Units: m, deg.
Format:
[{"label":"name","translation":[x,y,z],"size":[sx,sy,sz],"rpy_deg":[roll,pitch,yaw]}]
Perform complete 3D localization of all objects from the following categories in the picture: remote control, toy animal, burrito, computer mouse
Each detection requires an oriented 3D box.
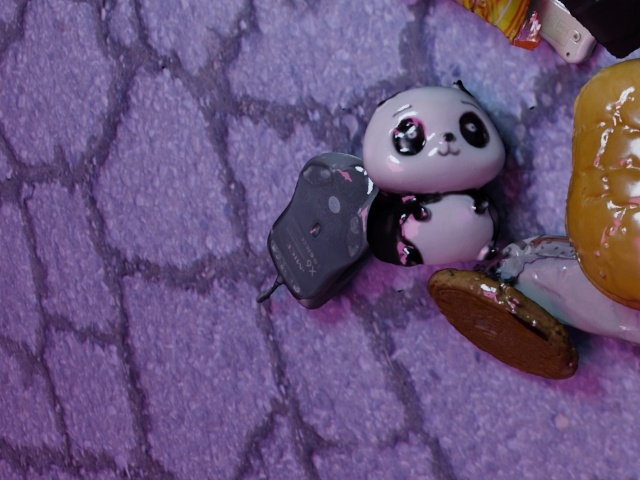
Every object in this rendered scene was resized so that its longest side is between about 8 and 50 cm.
[{"label":"remote control","translation":[0.294,-0.276,1.412],"size":[0.122,0.032,0.074],"rpy_deg":[43,127,22]},{"label":"toy animal","translation":[0.146,-0.088,1.501],"size":[0.165,0.187,0.235],"rpy_deg":[-131,38,-67]},{"label":"burrito","translation":[0.372,0.064,1.405],"size":[0.445,0.101,0.139],"rpy_deg":[15,130,37]},{"label":"computer mouse","translation":[0.000,0.000,1.718],"size":[0.379,0.090,0.167],"rpy_deg":[-46,65,48]}]

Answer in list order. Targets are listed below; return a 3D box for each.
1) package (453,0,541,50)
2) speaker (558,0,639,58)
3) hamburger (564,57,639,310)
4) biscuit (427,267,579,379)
[{"label":"package","translation":[0.185,-0.383,1.408],"size":[0.288,0.108,0.223],"rpy_deg":[29,107,34]},{"label":"speaker","translation":[0.453,-0.283,1.117],"size":[0.388,0.180,0.184],"rpy_deg":[13,78,48]},{"label":"hamburger","translation":[0.396,-0.061,1.262],"size":[0.319,0.158,0.318],"rpy_deg":[-11,71,35]},{"label":"biscuit","translation":[0.241,0.108,1.500],"size":[0.226,0.042,0.226],"rpy_deg":[32,163,11]}]
